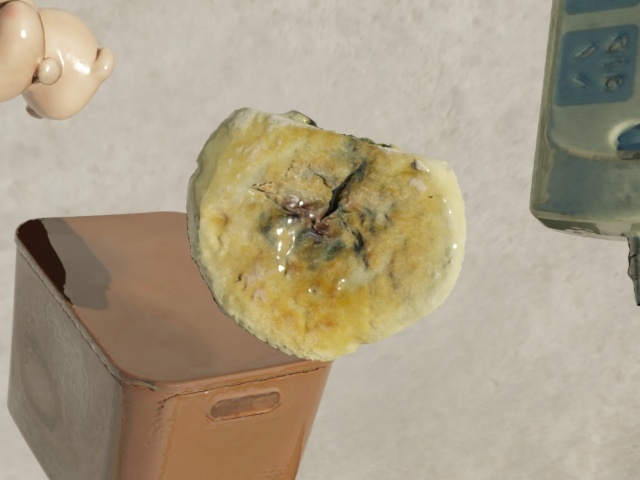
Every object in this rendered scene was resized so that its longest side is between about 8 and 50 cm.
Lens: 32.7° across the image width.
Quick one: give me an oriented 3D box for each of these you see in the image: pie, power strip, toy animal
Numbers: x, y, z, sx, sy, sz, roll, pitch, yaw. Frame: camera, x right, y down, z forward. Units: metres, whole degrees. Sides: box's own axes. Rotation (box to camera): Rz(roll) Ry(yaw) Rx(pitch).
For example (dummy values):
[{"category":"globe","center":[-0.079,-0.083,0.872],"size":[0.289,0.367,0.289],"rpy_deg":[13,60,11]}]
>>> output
[{"category":"pie","center":[0.000,0.000,0.837],"size":[0.218,0.052,0.185],"rpy_deg":[12,100,1]},{"category":"power strip","center":[0.122,-0.088,0.387],"size":[0.080,0.029,0.227],"rpy_deg":[0,75,34]},{"category":"toy animal","center":[-0.349,-0.217,1.222],"size":[0.197,0.171,0.171],"rpy_deg":[13,74,-44]}]

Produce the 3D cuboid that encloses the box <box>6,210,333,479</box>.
[{"category":"box","center":[-0.176,0.144,1.157],"size":[0.239,0.339,0.229],"rpy_deg":[-4,118,-36]}]
